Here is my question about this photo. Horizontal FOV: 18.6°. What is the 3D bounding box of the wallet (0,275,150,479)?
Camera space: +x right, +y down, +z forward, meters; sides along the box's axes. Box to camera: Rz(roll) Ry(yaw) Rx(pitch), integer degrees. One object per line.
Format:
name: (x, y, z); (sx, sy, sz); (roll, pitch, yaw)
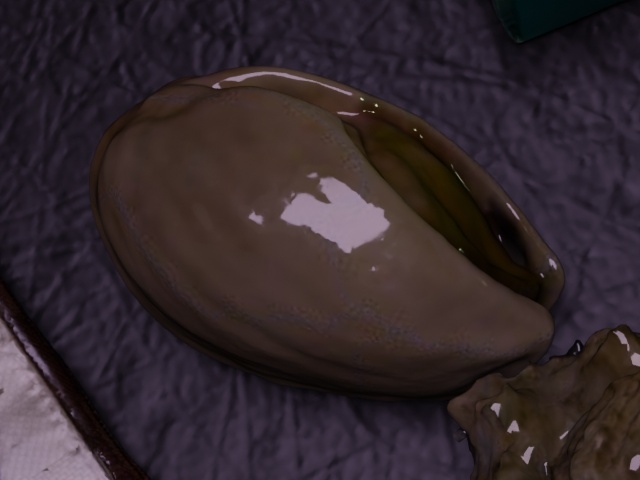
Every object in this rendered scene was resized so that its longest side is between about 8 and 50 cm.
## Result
wallet: (-0.256, 0.081, 0.983); (0.275, 0.068, 0.335); (-35, 74, -3)

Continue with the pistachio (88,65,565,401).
pistachio: (0.000, 0.000, 0.931); (0.238, 0.153, 0.138); (15, 37, 10)

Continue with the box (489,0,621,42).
box: (0.194, -0.255, 0.970); (0.311, 0.118, 0.205); (-23, 75, 3)

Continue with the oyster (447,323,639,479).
oyster: (0.215, 0.128, 0.835); (0.337, 0.133, 0.198); (-11, 108, 14)
